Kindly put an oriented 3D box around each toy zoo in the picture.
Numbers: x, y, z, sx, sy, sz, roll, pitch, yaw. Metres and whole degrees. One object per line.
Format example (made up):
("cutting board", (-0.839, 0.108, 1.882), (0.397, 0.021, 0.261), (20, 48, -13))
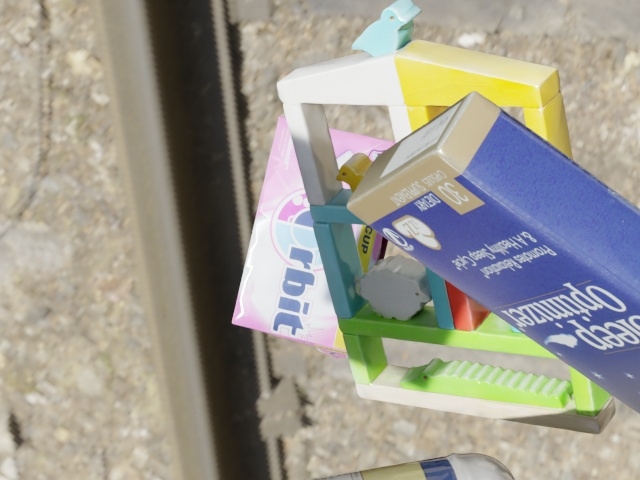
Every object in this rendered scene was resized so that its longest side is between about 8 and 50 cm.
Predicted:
("toy zoo", (0.078, -0.014, 0.987), (0.192, 0.030, 0.293), (5, 122, 34))

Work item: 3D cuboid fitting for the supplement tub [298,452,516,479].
("supplement tub", (-0.038, 0.245, 0.802), (0.316, 0.228, 0.228), (-9, 125, -2))

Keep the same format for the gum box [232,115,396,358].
("gum box", (0.000, 0.000, 1.277), (0.107, 0.062, 0.188), (13, 92, 8))

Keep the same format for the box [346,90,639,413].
("box", (0.126, 0.026, 0.656), (0.225, 0.036, 0.136), (33, 166, -7))
